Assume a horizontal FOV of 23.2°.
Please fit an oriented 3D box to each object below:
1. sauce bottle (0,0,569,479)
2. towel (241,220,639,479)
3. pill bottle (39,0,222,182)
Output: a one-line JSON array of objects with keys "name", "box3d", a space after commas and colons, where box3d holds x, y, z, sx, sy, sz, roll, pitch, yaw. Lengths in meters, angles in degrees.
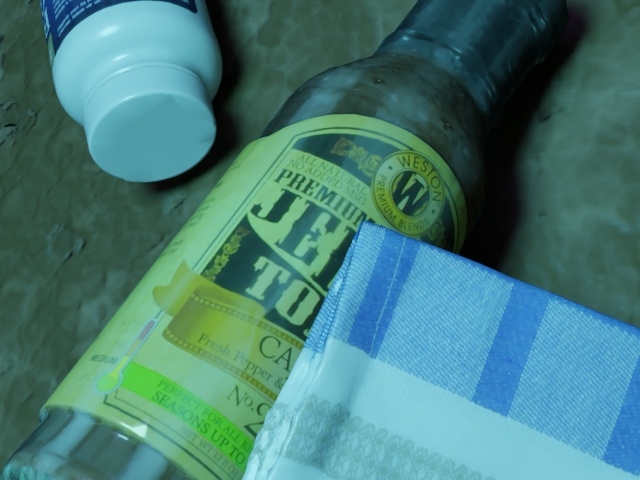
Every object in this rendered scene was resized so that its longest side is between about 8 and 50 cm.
[{"name": "sauce bottle", "box3d": [0.000, 0.000, 0.691, 0.111, 0.111, 0.344, 12, 57, 39]}, {"name": "towel", "box3d": [0.054, 0.149, 0.568, 0.209, 0.034, 0.285, 23, 72, 4]}, {"name": "pill bottle", "box3d": [-0.107, -0.116, 0.880, 0.094, 0.094, 0.169, -30, 49, 16]}]
